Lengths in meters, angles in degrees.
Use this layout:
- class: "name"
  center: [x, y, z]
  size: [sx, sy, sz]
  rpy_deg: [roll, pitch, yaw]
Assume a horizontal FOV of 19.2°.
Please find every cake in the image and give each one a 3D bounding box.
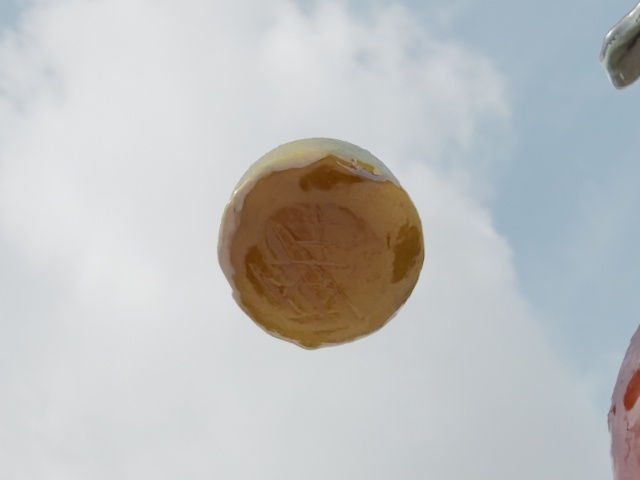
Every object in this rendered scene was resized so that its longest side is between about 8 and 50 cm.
- class: "cake"
  center: [0.000, 0.000, 0.765]
  size: [0.084, 0.044, 0.084]
  rpy_deg: [0, -70, -1]

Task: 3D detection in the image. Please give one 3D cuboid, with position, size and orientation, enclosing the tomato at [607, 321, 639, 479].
- class: "tomato"
  center: [0.189, 0.069, 0.712]
  size: [0.159, 0.091, 0.139]
  rpy_deg: [-32, -85, -35]

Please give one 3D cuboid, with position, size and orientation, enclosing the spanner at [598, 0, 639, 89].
- class: "spanner"
  center: [0.158, -0.155, 0.729]
  size: [0.054, 0.015, 0.254]
  rpy_deg: [-13, -38, -23]
